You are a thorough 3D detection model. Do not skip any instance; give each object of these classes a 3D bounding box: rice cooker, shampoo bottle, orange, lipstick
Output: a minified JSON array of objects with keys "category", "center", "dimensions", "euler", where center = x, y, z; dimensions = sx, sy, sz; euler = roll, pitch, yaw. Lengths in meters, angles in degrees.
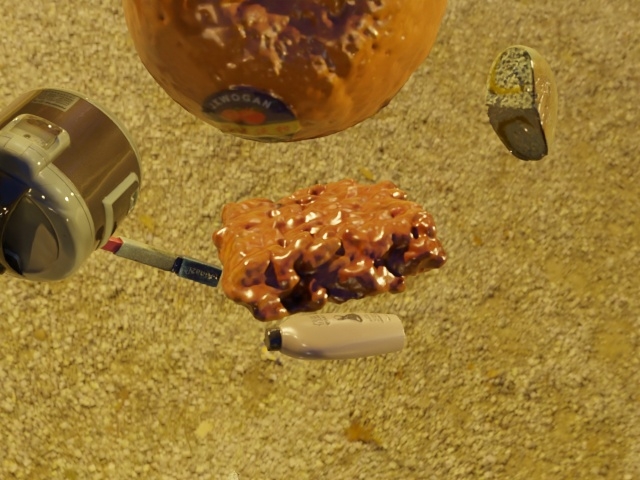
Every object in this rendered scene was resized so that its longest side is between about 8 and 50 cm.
[{"category":"rice cooker","center":[-0.539,-0.104,1.467],"dimensions":[0.335,0.335,0.325],"euler":[22,42,4]},{"category":"shampoo bottle","center":[0.022,0.175,1.384],"dimensions":[0.256,0.078,0.127],"euler":[-3,23,-18]},{"category":"orange","center":[-0.019,-0.141,0.405],"dimensions":[0.177,0.178,0.155],"euler":[13,34,-2]},{"category":"lipstick","center":[-0.382,0.040,1.761],"dimensions":[0.312,0.051,0.051],"euler":[20,96,-24]}]

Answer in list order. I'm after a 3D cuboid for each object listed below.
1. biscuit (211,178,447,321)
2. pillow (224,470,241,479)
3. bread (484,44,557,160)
[{"category":"biscuit","center":[0.000,0.000,1.121],"dimensions":[0.311,0.111,0.318],"euler":[-12,21,-5]},{"category":"pillow","center":[-0.123,0.446,1.147],"dimensions":[0.050,0.229,0.128],"euler":[-3,93,-11]},{"category":"bread","center":[0.283,-0.198,1.035],"dimensions":[0.094,0.157,0.083],"euler":[-45,33,-25]}]
